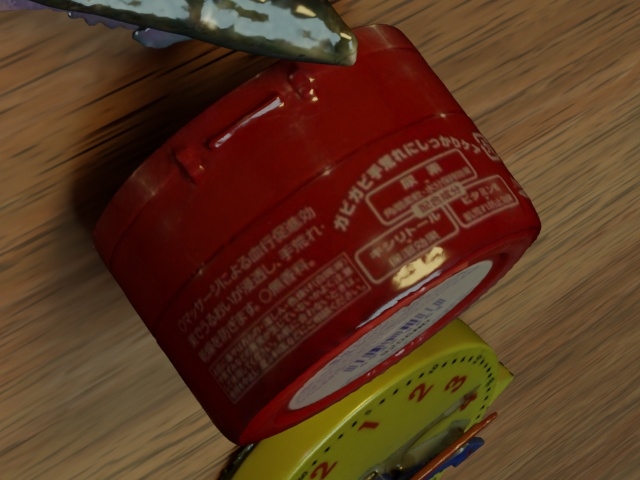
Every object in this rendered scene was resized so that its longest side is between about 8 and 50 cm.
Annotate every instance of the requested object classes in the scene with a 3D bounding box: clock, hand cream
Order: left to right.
[{"bbox_3d":[0.000,0.000,0.712,0.193,0.125,0.193,-32,167,-8],"label":"hand cream"},{"bbox_3d":[0.036,0.181,1.122,0.277,0.071,0.293,-54,152,15],"label":"clock"}]

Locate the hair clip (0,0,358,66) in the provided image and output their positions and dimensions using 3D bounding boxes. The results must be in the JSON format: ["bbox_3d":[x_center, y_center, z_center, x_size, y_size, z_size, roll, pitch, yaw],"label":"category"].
[{"bbox_3d":[-0.120,-0.110,0.517,0.359,0.095,0.110,0,163,-45],"label":"hair clip"}]
